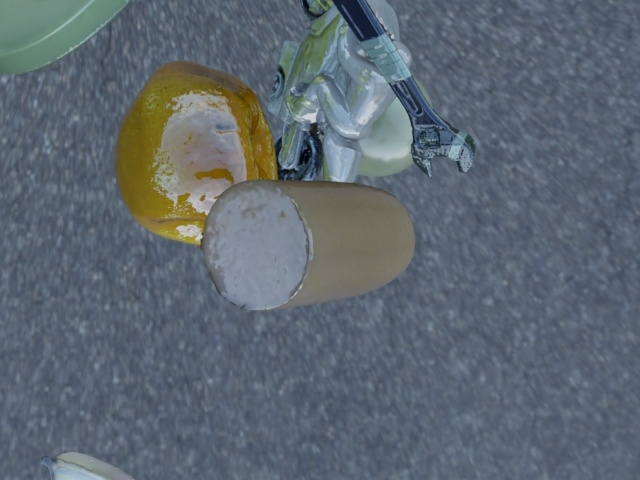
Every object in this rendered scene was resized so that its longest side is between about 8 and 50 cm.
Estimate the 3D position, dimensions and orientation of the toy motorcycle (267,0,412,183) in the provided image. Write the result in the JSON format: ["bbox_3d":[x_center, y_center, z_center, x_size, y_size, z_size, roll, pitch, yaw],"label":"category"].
[{"bbox_3d":[0.030,-0.225,1.731,0.107,0.222,0.341,11,93,-49],"label":"toy motorcycle"}]

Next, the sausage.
[{"bbox_3d":[0.000,0.000,1.218,0.123,0.253,0.123,2,94,29],"label":"sausage"}]

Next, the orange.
[{"bbox_3d":[-0.160,-0.110,1.529,0.183,0.249,0.249,-12,116,9],"label":"orange"}]

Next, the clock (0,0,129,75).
[{"bbox_3d":[-0.134,-0.197,0.717,0.029,0.235,0.235,37,105,10],"label":"clock"}]

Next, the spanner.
[{"bbox_3d":[0.096,-0.212,1.608,0.087,0.024,0.316,-23,110,36],"label":"spanner"}]

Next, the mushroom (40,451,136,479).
[{"bbox_3d":[-0.216,0.360,1.364,0.162,0.173,0.236,10,90,18],"label":"mushroom"}]

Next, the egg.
[{"bbox_3d":[0.079,-0.197,1.990,0.186,0.241,0.186,-7,104,-31],"label":"egg"}]
